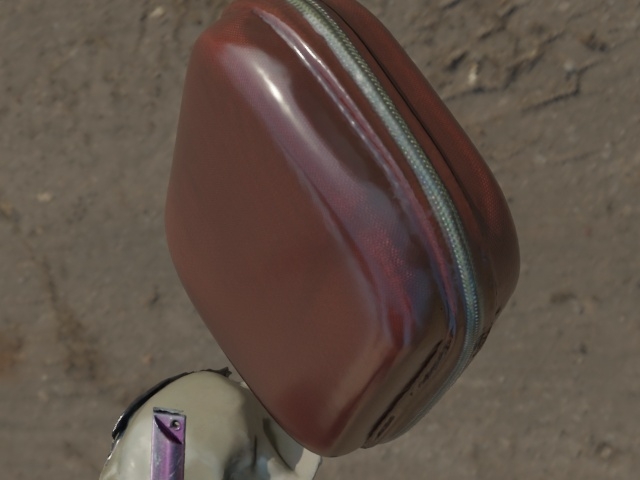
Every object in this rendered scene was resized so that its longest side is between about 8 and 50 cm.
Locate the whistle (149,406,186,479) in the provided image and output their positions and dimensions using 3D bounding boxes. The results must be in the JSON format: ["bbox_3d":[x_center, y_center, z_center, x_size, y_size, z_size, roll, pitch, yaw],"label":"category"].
[{"bbox_3d":[-0.146,0.239,1.425,0.033,0.033,0.176,14,111,25],"label":"whistle"}]

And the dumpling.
[{"bbox_3d":[-0.126,0.235,1.749,0.204,0.293,0.163,-1,111,49],"label":"dumpling"}]

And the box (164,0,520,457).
[{"bbox_3d":[0.000,0.000,0.998,0.263,0.108,0.404,55,160,12],"label":"box"}]
